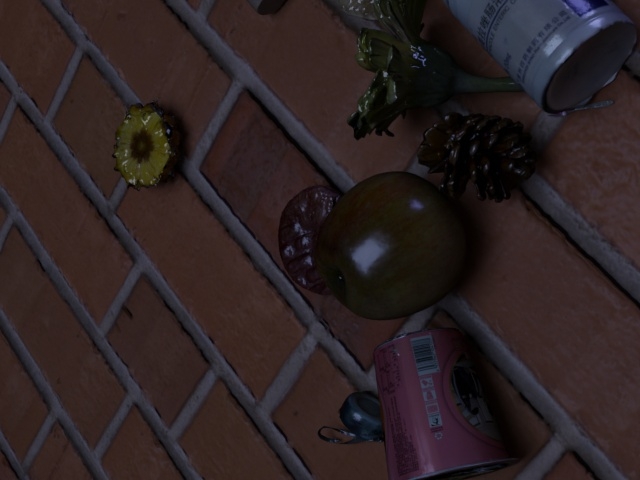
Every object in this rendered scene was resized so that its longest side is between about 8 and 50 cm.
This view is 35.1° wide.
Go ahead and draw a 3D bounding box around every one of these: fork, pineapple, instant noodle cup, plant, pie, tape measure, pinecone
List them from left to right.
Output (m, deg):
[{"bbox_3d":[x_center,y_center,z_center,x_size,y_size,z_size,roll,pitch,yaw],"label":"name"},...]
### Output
[{"bbox_3d":[-0.391,-0.216,2.331,0.225,0.076,0.224,1,92,38],"label":"pineapple"},{"bbox_3d":[0.000,0.000,2.021,0.204,0.054,0.218,-8,89,40],"label":"pie"},{"bbox_3d":[0.056,0.370,1.951,0.180,0.107,0.104,-46,67,29],"label":"tape measure"},{"bbox_3d":[0.165,-0.266,1.746,0.261,0.297,0.305,-49,19,42],"label":"plant"},{"bbox_3d":[0.200,0.294,1.768,0.244,0.244,0.255,-30,64,38],"label":"instant noodle cup"},{"bbox_3d":[0.267,-0.141,1.703,0.195,0.179,0.150,7,93,34],"label":"pinecone"},{"bbox_3d":[0.429,-0.219,1.669,0.115,0.012,0.016,-7,91,36],"label":"fork"}]

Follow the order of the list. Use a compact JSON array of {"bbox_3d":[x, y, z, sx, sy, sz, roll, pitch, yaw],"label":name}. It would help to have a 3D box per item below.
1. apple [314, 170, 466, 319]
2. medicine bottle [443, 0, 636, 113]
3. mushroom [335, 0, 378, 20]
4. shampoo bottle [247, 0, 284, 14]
[{"bbox_3d":[0.119,0.013,1.779,0.257,0.234,0.256,48,154,33],"label":"apple"},{"bbox_3d":[0.329,-0.381,1.628,0.332,0.190,0.190,54,123,26],"label":"medicine bottle"},{"bbox_3d":[0.044,-0.541,1.819,0.233,0.302,0.208,-67,19,9],"label":"mushroom"},{"bbox_3d":[-0.155,-0.592,2.108,0.127,0.078,0.257,-44,67,39],"label":"shampoo bottle"}]
